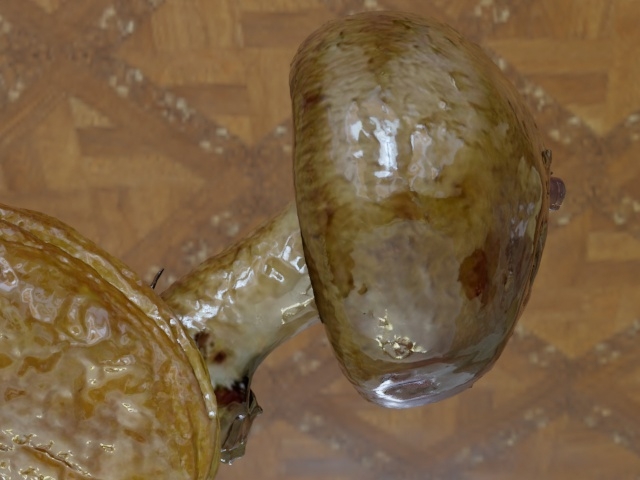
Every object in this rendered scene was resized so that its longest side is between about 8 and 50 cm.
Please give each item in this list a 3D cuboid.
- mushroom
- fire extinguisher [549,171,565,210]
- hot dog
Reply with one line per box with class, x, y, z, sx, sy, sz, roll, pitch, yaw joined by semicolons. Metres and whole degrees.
mushroom;0.014;0.001;1.179;0.356;0.334;0.331;-14;168;24
fire extinguisher;0.190;-0.057;1.533;0.132;0.056;0.039;7;163;-28
hot dog;-0.185;0.088;0.891;0.272;0.122;0.196;28;111;-18
